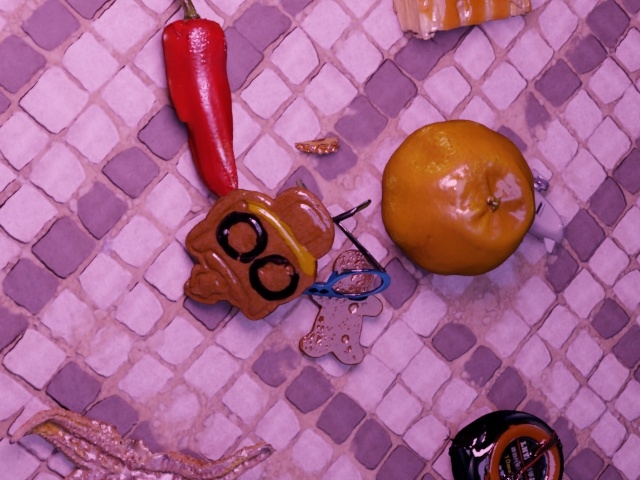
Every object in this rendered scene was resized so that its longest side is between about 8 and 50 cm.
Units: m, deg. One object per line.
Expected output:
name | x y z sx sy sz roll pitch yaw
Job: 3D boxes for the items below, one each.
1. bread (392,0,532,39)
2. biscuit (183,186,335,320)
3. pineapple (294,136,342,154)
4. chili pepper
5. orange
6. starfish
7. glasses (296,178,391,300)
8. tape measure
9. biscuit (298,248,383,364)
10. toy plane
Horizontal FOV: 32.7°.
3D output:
bread | 0.241 -0.488 1.908 0.239 0.111 0.246 -13 101 -20
biscuit | -0.109 0.021 1.779 0.290 0.041 0.208 -34 101 21
pineapple | 0.002 -0.163 1.884 0.083 0.045 0.019 -9 111 -25
chili pepper | -0.192 -0.243 1.762 0.110 0.110 0.387 -13 102 -20
orange | 0.241 -0.072 1.887 0.279 0.235 0.279 -3 102 -15
starfish | -0.336 0.414 1.760 0.398 0.132 0.383 31 80 -18
glasses | 0.005 0.000 1.857 0.239 0.102 0.206 4 92 -7
tape measure | 0.348 0.423 2.049 0.223 0.135 0.202 -15 92 -22
biscuit | 0.042 0.115 1.936 0.138 0.031 0.204 13 91 -12
toy plane | 0.391 -0.050 2.038 0.174 0.080 0.173 6 78 -32
